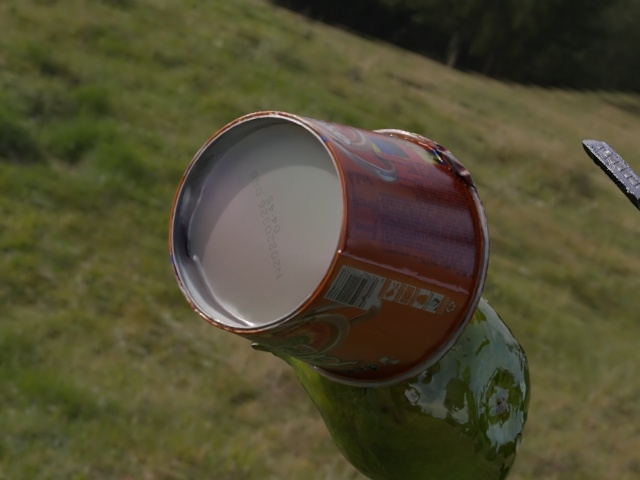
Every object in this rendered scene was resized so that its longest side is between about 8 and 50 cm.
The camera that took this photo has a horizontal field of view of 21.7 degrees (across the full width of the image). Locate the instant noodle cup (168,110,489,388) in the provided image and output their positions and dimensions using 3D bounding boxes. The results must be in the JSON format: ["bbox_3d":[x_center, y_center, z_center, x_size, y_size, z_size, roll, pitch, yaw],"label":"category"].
[{"bbox_3d":[0.000,0.000,1.497,0.250,0.250,0.192,34,10,35],"label":"instant noodle cup"}]

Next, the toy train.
[{"bbox_3d":[0.225,-0.053,1.264,0.083,0.017,0.017,56,-4,44],"label":"toy train"}]

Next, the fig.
[{"bbox_3d":[0.056,0.140,1.694,0.314,0.233,0.233,10,15,12],"label":"fig"}]
